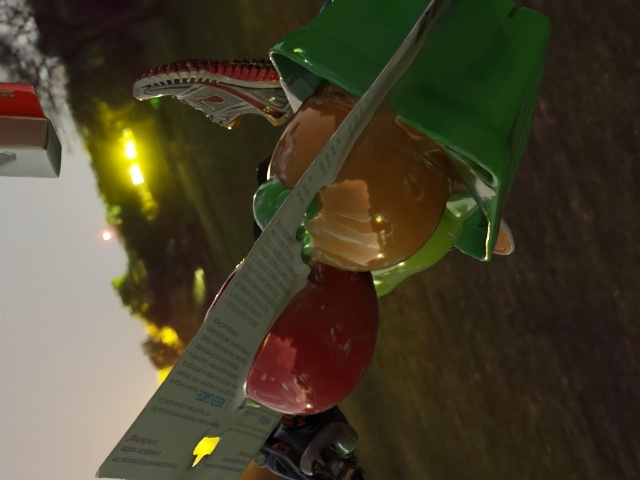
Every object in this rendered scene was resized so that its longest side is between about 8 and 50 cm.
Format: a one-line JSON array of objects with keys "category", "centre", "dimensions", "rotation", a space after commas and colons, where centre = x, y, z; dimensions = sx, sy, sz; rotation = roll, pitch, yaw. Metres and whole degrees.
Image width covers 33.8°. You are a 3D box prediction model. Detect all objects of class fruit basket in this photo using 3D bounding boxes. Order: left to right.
[{"category": "fruit basket", "centre": [0.000, 0.000, 0.681], "dimensions": [0.165, 0.353, 0.327], "rotation": [38, 175, 14]}]

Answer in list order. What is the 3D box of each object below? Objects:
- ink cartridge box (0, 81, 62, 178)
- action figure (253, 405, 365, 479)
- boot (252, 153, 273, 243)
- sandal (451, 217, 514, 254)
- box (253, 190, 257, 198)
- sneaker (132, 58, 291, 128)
[{"category": "ink cartridge box", "centre": [-0.523, -0.157, 1.496], "dimensions": [0.239, 0.275, 0.060], "rotation": [108, 163, -75]}, {"category": "action figure", "centre": [0.003, 0.264, 1.568], "dimensions": [0.341, 0.178, 0.330], "rotation": [19, 139, 43]}, {"category": "boot", "centre": [-0.023, -0.044, 1.000], "dimensions": [0.114, 0.037, 0.106], "rotation": [-42, -40, -60]}, {"category": "sandal", "centre": [0.220, -0.027, 1.801], "dimensions": [0.265, 0.076, 0.102], "rotation": [25, 138, 56]}, {"category": "box", "centre": [0.039, -0.093, 1.622], "dimensions": [0.183, 0.233, 0.059], "rotation": [13, 130, 41]}, {"category": "sneaker", "centre": [-0.145, -0.193, 1.413], "dimensions": [0.088, 0.225, 0.092], "rotation": [-56, -32, -68]}]
